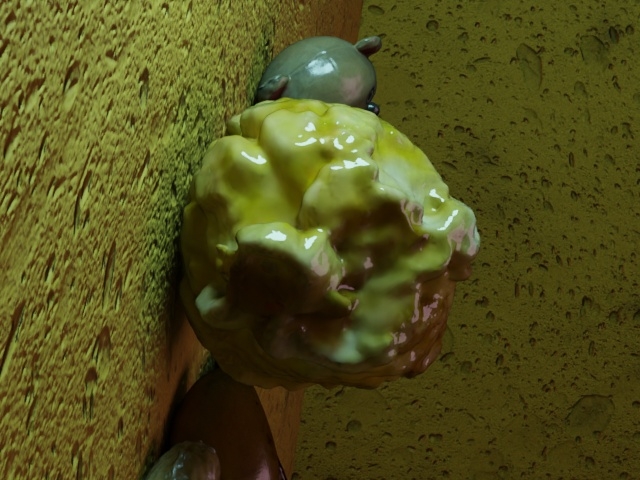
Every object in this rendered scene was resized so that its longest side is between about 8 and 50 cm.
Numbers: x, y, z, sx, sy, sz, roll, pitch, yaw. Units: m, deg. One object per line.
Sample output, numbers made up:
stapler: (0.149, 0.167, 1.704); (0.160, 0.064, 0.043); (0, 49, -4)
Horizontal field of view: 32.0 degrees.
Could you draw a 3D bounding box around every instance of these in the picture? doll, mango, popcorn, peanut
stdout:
doll: (-0.012, -0.200, 1.782); (0.174, 0.235, 0.330); (57, -22, 20)
mango: (-0.136, 0.286, 1.525); (0.120, 0.152, 0.221); (-28, -107, 51)
popcorn: (0.000, 0.005, 1.360); (0.390, 0.344, 0.354); (123, -37, -71)
peanut: (-0.189, 0.351, 1.393); (0.099, 0.100, 0.214); (81, 24, -75)

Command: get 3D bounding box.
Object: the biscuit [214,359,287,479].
biscuit: (-0.093, 0.334, 1.766); (0.359, 0.046, 0.359); (156, -90, -82)
